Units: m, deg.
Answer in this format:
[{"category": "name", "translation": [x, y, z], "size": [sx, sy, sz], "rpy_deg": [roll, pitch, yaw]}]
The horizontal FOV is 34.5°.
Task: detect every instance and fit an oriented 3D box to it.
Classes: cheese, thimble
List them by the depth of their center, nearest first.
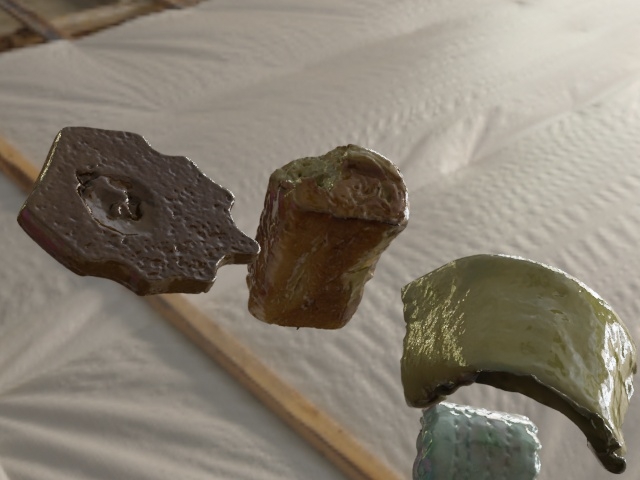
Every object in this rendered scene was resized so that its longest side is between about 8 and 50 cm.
[{"category": "cheese", "translation": [0.060, 0.033, 0.328], "size": [0.084, 0.041, 0.060], "rpy_deg": [12, -134, 16]}, {"category": "thimble", "translation": [0.184, 0.307, 1.275], "size": [0.149, 0.211, 0.185], "rpy_deg": [8, -159, 3]}]

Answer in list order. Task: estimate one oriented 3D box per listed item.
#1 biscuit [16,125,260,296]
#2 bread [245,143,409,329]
[{"category": "biscuit", "translation": [-0.158, -0.019, 0.950], "size": [0.215, 0.034, 0.182], "rpy_deg": [22, -138, -12]}, {"category": "bread", "translation": [0.003, -0.004, 1.461], "size": [0.195, 0.344, 0.149], "rpy_deg": [7, -123, -13]}]
